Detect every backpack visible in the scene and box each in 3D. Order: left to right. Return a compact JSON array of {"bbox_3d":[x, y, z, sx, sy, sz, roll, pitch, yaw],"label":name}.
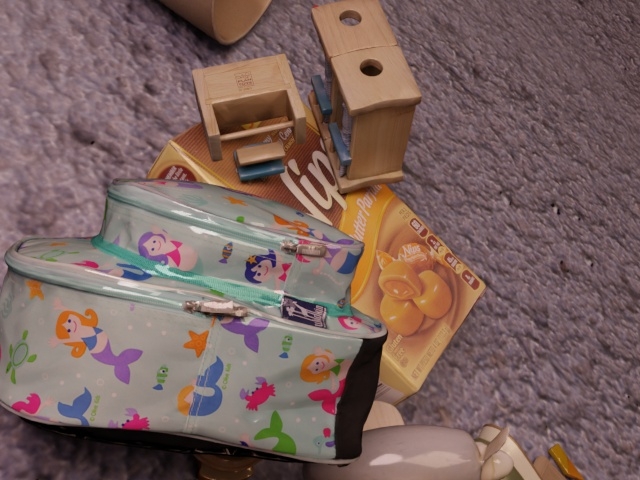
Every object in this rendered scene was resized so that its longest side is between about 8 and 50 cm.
[{"bbox_3d":[-0.098,0.053,0.559,0.254,0.225,0.191,5,96,-18],"label":"backpack"}]

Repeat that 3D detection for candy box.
[{"bbox_3d":[0.000,0.000,0.782,0.316,0.087,0.183,45,43,0],"label":"candy box"}]

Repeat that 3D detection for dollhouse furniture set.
[{"bbox_3d":[-0.022,-0.125,0.733,0.184,0.129,0.128,-12,61,-10],"label":"dollhouse furniture set"}]

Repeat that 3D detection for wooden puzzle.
[{"bbox_3d":[0.243,0.270,0.818,0.078,0.014,0.116,49,44,10],"label":"wooden puzzle"}]

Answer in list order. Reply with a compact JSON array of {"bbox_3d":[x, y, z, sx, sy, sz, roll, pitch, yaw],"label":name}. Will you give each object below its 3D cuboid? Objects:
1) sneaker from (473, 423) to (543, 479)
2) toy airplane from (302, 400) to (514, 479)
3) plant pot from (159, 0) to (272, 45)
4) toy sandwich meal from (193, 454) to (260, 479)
[{"bbox_3d":[0.191,0.274,0.740,0.086,0.064,0.192,-34,76,-24],"label":"sneaker"},{"bbox_3d":[0.062,0.272,0.489,0.386,0.272,0.384,45,29,26],"label":"toy airplane"},{"bbox_3d":[-0.173,-0.391,0.857,0.274,0.256,0.256,27,44,4],"label":"plant pot"},{"bbox_3d":[-0.079,0.161,0.648,0.086,0.029,0.085,16,43,-16],"label":"toy sandwich meal"}]
